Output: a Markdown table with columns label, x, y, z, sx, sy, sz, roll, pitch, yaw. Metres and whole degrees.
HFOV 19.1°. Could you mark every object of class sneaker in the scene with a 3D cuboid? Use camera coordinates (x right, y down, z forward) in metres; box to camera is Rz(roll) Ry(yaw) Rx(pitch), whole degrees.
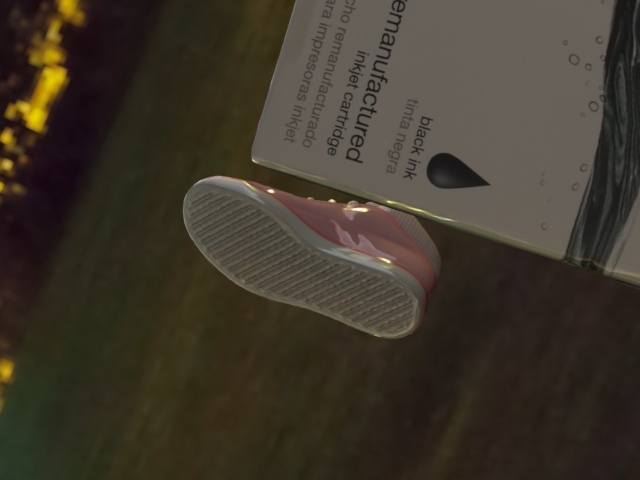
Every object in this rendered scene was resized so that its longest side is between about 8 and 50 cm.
| label | x | y | z | sx | sy | sz | roll | pitch | yaw |
| --- | --- | --- | --- | --- | --- | --- | --- | --- | --- |
| sneaker | 0.000 | 0.000 | 0.961 | 0.070 | 0.134 | 0.051 | -48 | -20 | -57 |

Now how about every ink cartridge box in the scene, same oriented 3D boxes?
| label | x | y | z | sx | sy | sz | roll | pitch | yaw |
| --- | --- | --- | --- | --- | --- | --- | --- | --- | --- |
| ink cartridge box | 0.101 | -0.065 | 0.657 | 0.087 | 0.208 | 0.153 | 5 | -78 | -77 |
